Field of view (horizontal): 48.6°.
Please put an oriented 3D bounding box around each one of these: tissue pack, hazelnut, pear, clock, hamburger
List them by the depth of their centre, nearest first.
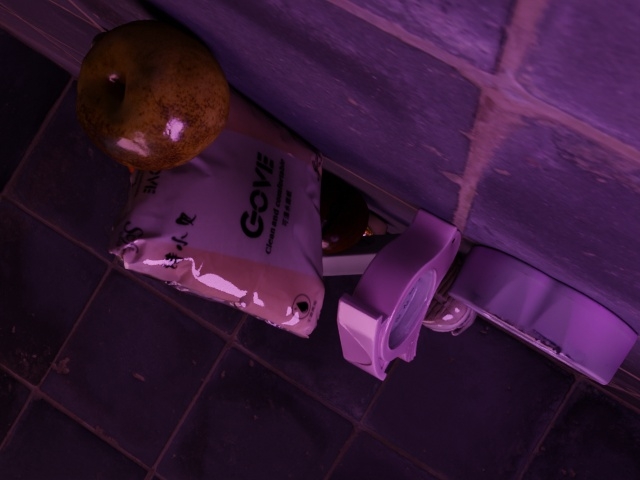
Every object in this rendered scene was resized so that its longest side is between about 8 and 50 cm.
[{"bbox_3d":[-0.216,-0.189,0.946,0.197,0.197,0.197,31,179,1],"label":"pear"},{"bbox_3d":[-0.146,-0.055,1.153,0.390,0.376,0.195,26,142,-37],"label":"tissue pack"},{"bbox_3d":[0.143,0.112,1.249,0.080,0.275,0.290,29,150,24],"label":"clock"},{"bbox_3d":[0.386,0.131,1.262,0.338,0.102,0.338,31,179,0],"label":"clock"},{"bbox_3d":[0.001,-0.056,1.553,0.204,0.178,0.178,34,179,-1],"label":"hazelnut"},{"bbox_3d":[0.111,-0.033,1.806,0.141,0.082,0.126,31,179,42],"label":"hamburger"}]

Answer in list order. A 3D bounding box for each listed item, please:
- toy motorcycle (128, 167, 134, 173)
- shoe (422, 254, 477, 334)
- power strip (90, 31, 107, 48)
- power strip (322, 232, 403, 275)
[{"bbox_3d":[-0.307,-0.177,1.647,0.325,0.222,0.148,14,-170,-13],"label":"toy motorcycle"},{"bbox_3d":[0.288,0.125,1.629,0.198,0.172,0.351,42,-172,-17],"label":"shoe"},{"bbox_3d":[-0.389,-0.355,1.554,0.092,0.066,0.387,29,176,6],"label":"power strip"},{"bbox_3d":[0.063,0.035,1.609,0.384,0.063,0.091,-3,-152,13],"label":"power strip"}]
